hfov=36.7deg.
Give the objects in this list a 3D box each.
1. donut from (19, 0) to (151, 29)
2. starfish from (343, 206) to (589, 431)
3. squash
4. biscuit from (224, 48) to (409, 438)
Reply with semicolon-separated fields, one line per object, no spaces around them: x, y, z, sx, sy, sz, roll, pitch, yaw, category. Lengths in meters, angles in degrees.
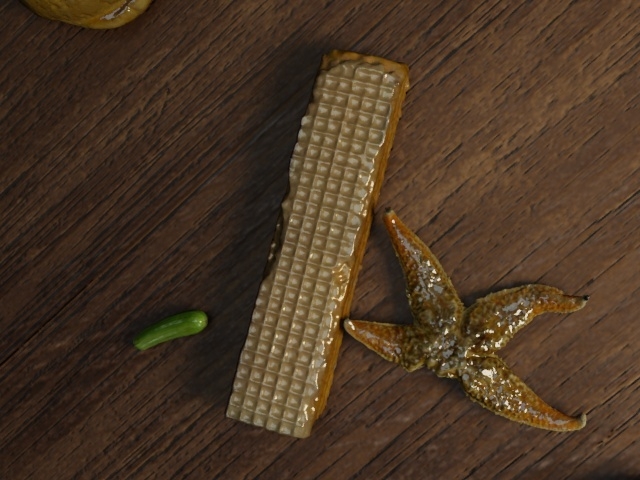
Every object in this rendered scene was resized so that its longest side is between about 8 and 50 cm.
-0.252;-0.358;1.002;0.208;0.128;0.261;16;89;16;donut
0.148;0.079;0.909;0.247;0.050;0.138;24;92;8;starfish
-0.156;0.092;1.000;0.089;0.027;0.027;-18;82;17;squash
0.000;0.000;0.948;0.094;0.054;0.378;14;90;15;biscuit
